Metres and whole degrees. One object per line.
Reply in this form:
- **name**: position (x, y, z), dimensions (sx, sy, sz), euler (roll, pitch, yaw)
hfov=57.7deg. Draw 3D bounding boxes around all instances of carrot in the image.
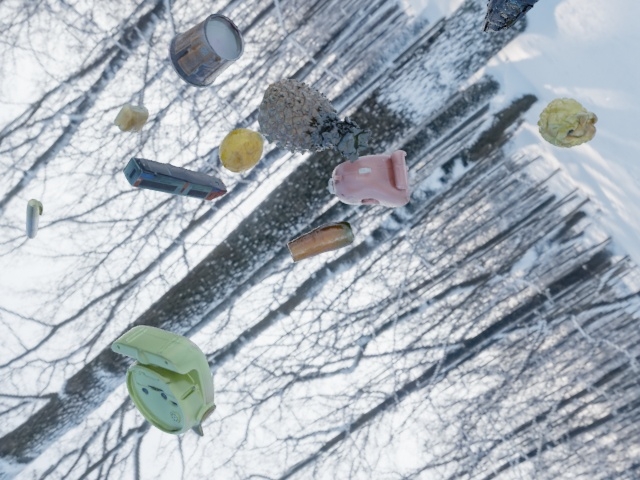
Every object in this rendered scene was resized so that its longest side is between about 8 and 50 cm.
- **carrot**: position (0.000, 0.000, 1.663), dimensions (0.087, 0.193, 0.087), euler (-16, -90, -87)

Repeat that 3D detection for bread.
- **bread**: position (-0.721, -0.466, 2.234), dimensions (0.082, 0.106, 0.125), euler (55, -156, 10)

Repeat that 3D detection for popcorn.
- **popcorn**: position (0.768, -0.365, 1.804), dimensions (0.180, 0.180, 0.170), euler (40, -138, -34)

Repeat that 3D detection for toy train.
- **toy train**: position (-0.499, -0.205, 2.047), dimensions (0.409, 0.089, 0.086), euler (9, -142, -56)

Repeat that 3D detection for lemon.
- **lemon**: position (-0.266, -0.308, 1.964), dimensions (0.142, 0.187, 0.142), euler (37, -144, -33)

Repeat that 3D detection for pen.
- **pen**: position (-0.742, -0.054, 1.504), dimensions (0.040, 0.233, 0.032), euler (-16, -102, -31)

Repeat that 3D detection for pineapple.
- **pineapple**: position (-0.010, -0.307, 1.558), dimensions (0.362, 0.202, 0.202), euler (30, -179, 38)

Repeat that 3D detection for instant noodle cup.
- **instant noodle cup**: position (-0.398, -0.681, 2.068), dimensions (0.217, 0.207, 0.218), euler (14, -110, -42)

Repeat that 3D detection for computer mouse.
- **computer mouse**: position (0.404, -0.515, 1.212), dimensions (0.077, 0.146, 0.241), euler (41, 169, -9)

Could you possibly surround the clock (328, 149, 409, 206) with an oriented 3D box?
- **clock**: position (0.145, -0.165, 1.730), dimensions (0.227, 0.241, 0.143), euler (37, -131, -77)

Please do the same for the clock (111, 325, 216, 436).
- **clock**: position (-0.436, 0.424, 1.664), dimensions (0.117, 0.286, 0.349), euler (-39, -52, -48)
